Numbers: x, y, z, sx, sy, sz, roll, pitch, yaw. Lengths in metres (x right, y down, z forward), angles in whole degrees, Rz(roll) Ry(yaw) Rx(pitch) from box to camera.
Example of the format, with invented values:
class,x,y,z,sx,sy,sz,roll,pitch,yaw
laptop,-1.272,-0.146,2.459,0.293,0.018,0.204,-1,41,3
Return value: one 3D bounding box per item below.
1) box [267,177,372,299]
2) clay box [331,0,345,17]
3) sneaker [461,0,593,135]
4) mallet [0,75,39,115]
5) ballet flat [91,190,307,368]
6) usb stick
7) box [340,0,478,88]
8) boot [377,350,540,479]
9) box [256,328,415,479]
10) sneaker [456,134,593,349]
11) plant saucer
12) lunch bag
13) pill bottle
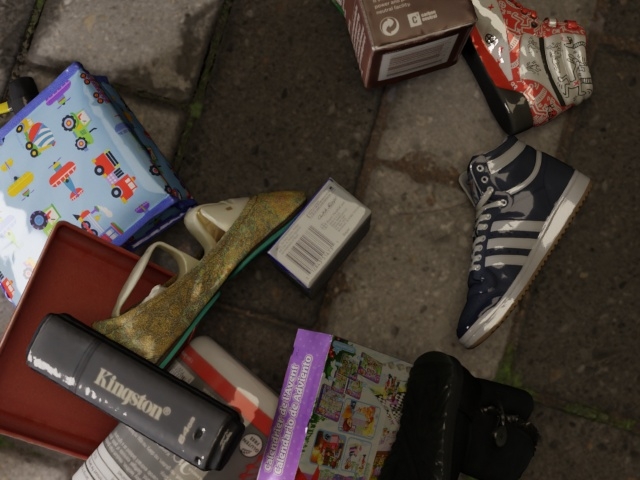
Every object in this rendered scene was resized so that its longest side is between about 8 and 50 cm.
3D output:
class,x,y,z,sx,sy,sz,roll,pitch,yaw
box,0.000,0.000,1.478,0.072,0.137,0.126,39,83,7
clay box,0.091,-0.414,1.586,0.222,0.053,0.127,-38,83,-4
sneaker,0.262,-0.285,1.549,0.145,0.090,0.270,-23,82,-8
mallet,-0.471,-0.176,1.565,0.189,0.039,0.062,-10,82,3
ballet flat,-0.151,0.025,1.441,0.123,0.123,0.348,39,64,6
usb stick,-0.214,0.169,1.310,0.278,0.045,0.077,27,81,19
box,0.074,-0.407,1.464,0.143,0.191,0.381,-16,84,-2
boot,0.175,0.274,1.397,0.094,0.207,0.247,-3,65,44
box,0.055,0.235,1.378,0.057,0.293,0.201,7,78,41
sneaker,0.218,-0.007,1.495,0.153,0.099,0.282,35,76,1
plant saucer,-0.288,0.135,1.439,0.047,0.258,0.259,13,77,47
lunch bag,-0.349,-0.050,1.505,0.293,0.138,0.221,-36,85,4
pill bottle,-0.185,0.312,1.394,0.210,0.210,0.363,40,84,6
